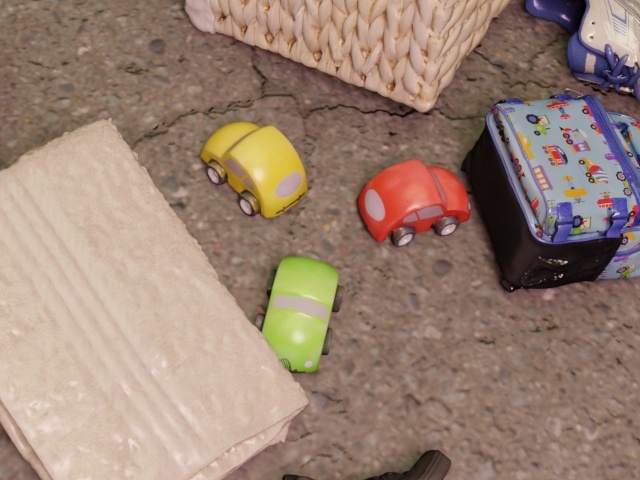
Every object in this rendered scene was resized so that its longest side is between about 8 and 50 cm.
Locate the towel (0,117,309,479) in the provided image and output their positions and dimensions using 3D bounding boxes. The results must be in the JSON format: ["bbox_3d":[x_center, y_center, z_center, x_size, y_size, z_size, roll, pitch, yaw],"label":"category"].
[{"bbox_3d":[-0.154,0.061,0.749,0.187,0.049,0.282,-31,82,-28],"label":"towel"}]

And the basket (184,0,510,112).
[{"bbox_3d":[0.065,-0.352,0.922,0.266,0.328,0.331,26,57,16],"label":"basket"}]

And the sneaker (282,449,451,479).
[{"bbox_3d":[0.009,0.184,0.722,0.089,0.051,0.170,40,62,13],"label":"sneaker"}]

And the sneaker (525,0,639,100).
[{"bbox_3d":[0.304,-0.167,0.994,0.131,0.112,0.296,-23,54,-9],"label":"sneaker"}]

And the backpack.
[{"bbox_3d":[0.225,-0.045,0.877,0.173,0.117,0.158,-4,57,-15],"label":"backpack"}]

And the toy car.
[{"bbox_3d":[0.000,0.000,0.848,0.239,0.053,0.225,13,54,1],"label":"toy car"}]
